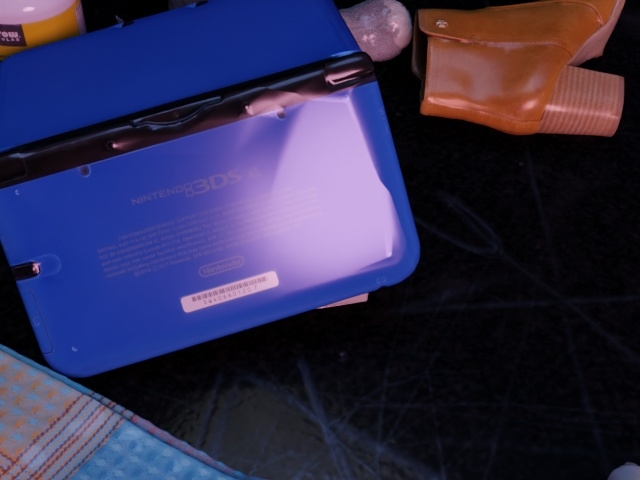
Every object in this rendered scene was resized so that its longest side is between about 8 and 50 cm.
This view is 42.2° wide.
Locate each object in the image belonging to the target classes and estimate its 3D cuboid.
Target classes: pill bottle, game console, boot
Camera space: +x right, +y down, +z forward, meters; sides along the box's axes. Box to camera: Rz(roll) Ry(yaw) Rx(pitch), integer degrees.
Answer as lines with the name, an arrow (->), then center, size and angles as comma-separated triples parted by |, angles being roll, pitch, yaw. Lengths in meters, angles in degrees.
pill bottle -> -0.274, -0.203, 0.776 | 0.103, 0.184, 0.103 | 1, 47, -1
game console -> -0.099, -0.064, 0.666 | 0.293, 0.250, 0.173 | -16, 12, -3
boot -> 0.207, -0.230, 0.884 | 0.211, 0.104, 0.295 | 11, 52, 3

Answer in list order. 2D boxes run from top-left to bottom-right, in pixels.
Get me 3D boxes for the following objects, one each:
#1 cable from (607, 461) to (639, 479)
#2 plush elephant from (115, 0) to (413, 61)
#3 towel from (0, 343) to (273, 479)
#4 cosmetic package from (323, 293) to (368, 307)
cable -> 0.164, 0.177, 0.427 | 0.140, 0.287, 0.072 | -7, 87, 10
plush elephant -> -0.095, -0.314, 0.843 | 0.330, 0.255, 0.272 | -23, 52, -23
towel -> -0.241, 0.162, 0.496 | 0.370, 0.040, 0.271 | 23, 35, 17
cosmetic package -> 0.000, 0.000, 0.700 | 0.060, 0.041, 0.115 | -6, 48, -9
